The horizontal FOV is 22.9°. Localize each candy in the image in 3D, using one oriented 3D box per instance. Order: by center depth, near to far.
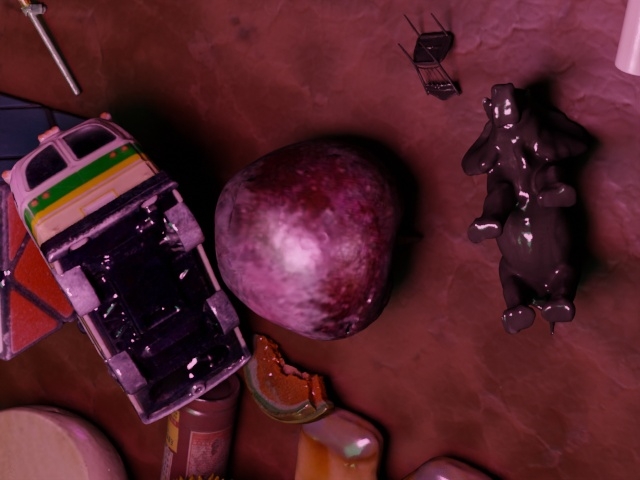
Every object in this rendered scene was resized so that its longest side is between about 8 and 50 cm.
[{"bbox_3d":[-0.308,-0.241,1.673,0.060,0.060,0.201,-20,106,37],"label":"candy"}]

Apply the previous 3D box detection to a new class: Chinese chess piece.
[{"bbox_3d":[-0.338,0.316,1.839,0.250,0.101,0.250,-7,73,24],"label":"Chinese chess piece"}]

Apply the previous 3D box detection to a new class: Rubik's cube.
[{"bbox_3d":[-0.351,-0.023,1.695,0.205,0.205,0.207,16,120,26],"label":"Rubik's cube"}]

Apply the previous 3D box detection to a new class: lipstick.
[{"bbox_3d":[0.277,-0.204,1.316,0.038,0.038,0.131,21,122,23],"label":"lipstick"}]

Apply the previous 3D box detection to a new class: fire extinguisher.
[{"bbox_3d":[-0.130,0.265,1.762,0.106,0.075,0.252,30,124,32],"label":"fire extinguisher"}]

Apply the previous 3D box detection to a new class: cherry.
[{"bbox_3d":[-0.010,-0.001,1.506,0.195,0.195,0.195,14,118,27],"label":"cherry"}]

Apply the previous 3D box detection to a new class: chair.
[{"bbox_3d":[0.102,-0.171,1.449,0.037,0.042,0.086,3,148,33],"label":"chair"}]

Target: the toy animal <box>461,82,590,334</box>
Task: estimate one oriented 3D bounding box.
[{"bbox_3d":[0.175,-0.034,1.391,0.114,0.146,0.245,4,118,11],"label":"toy animal"}]

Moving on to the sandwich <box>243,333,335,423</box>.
[{"bbox_3d":[-0.040,0.154,1.658,0.135,0.029,0.067,33,93,41],"label":"sandwich"}]

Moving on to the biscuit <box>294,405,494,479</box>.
[{"bbox_3d":[0.069,0.329,1.677,0.236,0.062,0.291,21,120,25],"label":"biscuit"}]

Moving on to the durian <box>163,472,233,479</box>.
[{"bbox_3d":[-0.148,0.396,1.684,0.291,0.224,0.291,-2,78,7],"label":"durian"}]

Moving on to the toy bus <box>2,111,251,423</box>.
[{"bbox_3d":[-0.194,0.029,1.586,0.179,0.143,0.305,49,167,38],"label":"toy bus"}]
